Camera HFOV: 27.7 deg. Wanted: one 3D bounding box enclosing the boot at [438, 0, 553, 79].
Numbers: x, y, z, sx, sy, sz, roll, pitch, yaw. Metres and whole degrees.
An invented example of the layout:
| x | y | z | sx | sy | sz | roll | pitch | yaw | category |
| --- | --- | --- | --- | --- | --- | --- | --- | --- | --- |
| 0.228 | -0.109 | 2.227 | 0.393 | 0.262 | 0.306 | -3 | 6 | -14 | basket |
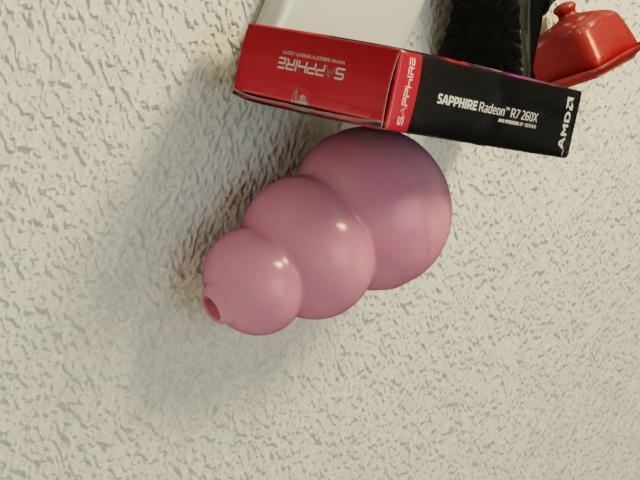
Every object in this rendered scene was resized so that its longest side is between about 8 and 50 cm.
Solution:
| x | y | z | sx | sy | sz | roll | pitch | yaw | category |
| --- | --- | --- | --- | --- | --- | --- | --- | --- | --- |
| 0.289 | -0.323 | 1.812 | 0.260 | 0.131 | 0.348 | -32 | 135 | -48 | boot |

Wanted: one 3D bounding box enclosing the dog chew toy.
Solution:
| x | y | z | sx | sy | sz | roll | pitch | yaw | category |
| --- | --- | --- | --- | --- | --- | --- | --- | --- | --- |
| 0.000 | 0.000 | 1.558 | 0.332 | 0.206 | 0.206 | -33 | 126 | -28 | dog chew toy |

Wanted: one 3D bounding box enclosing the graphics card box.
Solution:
| x | y | z | sx | sy | sz | roll | pitch | yaw | category |
| --- | --- | --- | --- | --- | --- | --- | --- | --- | --- |
| 0.110 | -0.171 | 1.516 | 0.371 | 0.233 | 0.094 | 5 | 99 | -48 | graphics card box |

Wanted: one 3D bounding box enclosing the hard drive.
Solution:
| x | y | z | sx | sy | sz | roll | pitch | yaw | category |
| --- | --- | --- | --- | --- | --- | --- | --- | --- | --- |
| 0.060 | -0.359 | 1.609 | 0.233 | 0.047 | 0.353 | 28 | 81 | -49 | hard drive |

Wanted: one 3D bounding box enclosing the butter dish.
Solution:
| x | y | z | sx | sy | sz | roll | pitch | yaw | category |
| --- | --- | --- | --- | --- | --- | --- | --- | --- | --- |
| 0.382 | -0.299 | 1.934 | 0.160 | 0.160 | 0.118 | -29 | 100 | -39 | butter dish |
